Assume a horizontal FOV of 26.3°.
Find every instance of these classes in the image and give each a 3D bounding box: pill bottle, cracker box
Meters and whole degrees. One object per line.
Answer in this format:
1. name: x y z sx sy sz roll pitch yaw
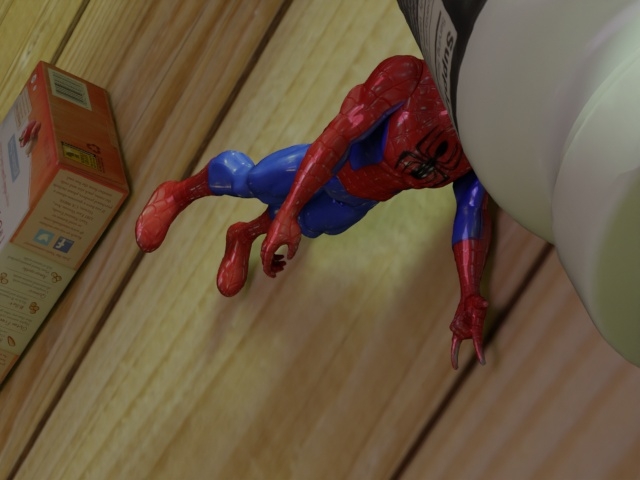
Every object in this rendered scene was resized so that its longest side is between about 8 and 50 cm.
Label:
1. pill bottle: 0.113 -0.092 0.496 0.162 0.162 0.278 -50 35 26
2. cracker box: -0.244 -0.005 1.085 0.232 0.067 0.155 -54 33 22

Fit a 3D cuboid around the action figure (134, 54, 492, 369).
1. action figure: 0.000 0.000 0.682 0.280 0.091 0.139 -25 44 50
